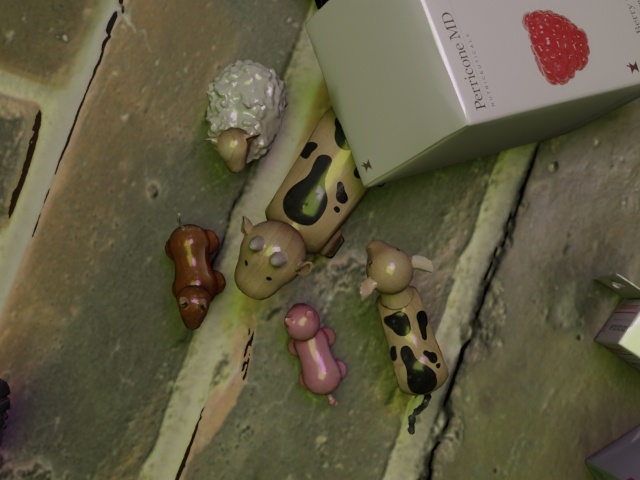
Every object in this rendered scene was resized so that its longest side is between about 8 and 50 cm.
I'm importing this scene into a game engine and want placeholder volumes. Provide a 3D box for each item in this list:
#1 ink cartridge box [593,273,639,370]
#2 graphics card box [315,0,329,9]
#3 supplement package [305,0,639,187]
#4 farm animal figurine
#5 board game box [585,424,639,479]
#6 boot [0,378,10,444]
[{"bbox_3d":[0.354,0.111,0.940,0.181,0.104,0.062,35,88,6],"label":"ink cartridge box"},{"bbox_3d":[0.048,-0.470,1.006,0.232,0.094,0.371,-18,84,1],"label":"graphics card box"},{"bbox_3d":[0.168,-0.184,0.874,0.293,0.175,0.178,-17,85,-31],"label":"supplement package"},{"bbox_3d":[0.000,0.000,0.934,0.330,0.172,0.327,17,87,4],"label":"farm animal figurine"},{"bbox_3d":[0.397,0.331,0.862,0.097,0.224,0.303,-32,84,-1],"label":"board game box"},{"bbox_3d":[-0.570,0.191,0.906,0.445,0.146,0.367,28,111,2],"label":"boot"}]
